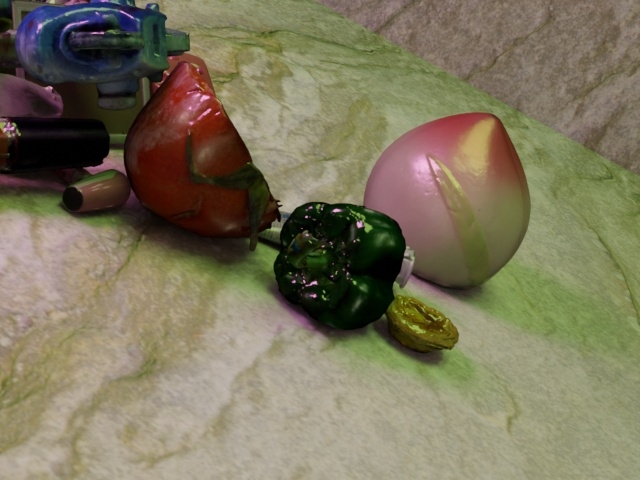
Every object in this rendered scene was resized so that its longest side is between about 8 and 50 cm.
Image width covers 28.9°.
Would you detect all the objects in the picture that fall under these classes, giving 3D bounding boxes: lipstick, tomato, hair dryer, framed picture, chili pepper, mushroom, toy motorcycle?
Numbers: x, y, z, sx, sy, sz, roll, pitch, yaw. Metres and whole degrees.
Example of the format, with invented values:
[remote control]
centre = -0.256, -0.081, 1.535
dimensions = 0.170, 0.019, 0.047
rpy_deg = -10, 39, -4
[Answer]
[lipstick]
centre = -0.451, -0.119, 1.581
dimensions = 0.418, 0.077, 0.077
rpy_deg = -8, 40, -48
[tomato]
centre = -0.198, -0.111, 1.798
dimensions = 0.309, 0.170, 0.309
rpy_deg = 56, -12, 19
[hair dryer]
centre = -0.354, -0.088, 1.740
dimensions = 0.154, 0.054, 0.106
rpy_deg = 27, 22, 25
[framed picture]
centre = -0.365, -0.253, 1.910
dimensions = 0.017, 0.217, 0.274
rpy_deg = -2, 0, 37
[chili pepper]
centre = 0.014, 0.022, 1.751
dimensions = 0.165, 0.174, 0.261
rpy_deg = 34, 10, 37
[mushroom]
centre = -0.484, -0.169, 1.666
dimensions = 0.351, 0.097, 0.109
rpy_deg = -8, 73, -51
[toy motorcycle]
centre = -0.324, -0.257, 1.735
dimensions = 0.182, 0.241, 0.319
rpy_deg = 63, 13, 0

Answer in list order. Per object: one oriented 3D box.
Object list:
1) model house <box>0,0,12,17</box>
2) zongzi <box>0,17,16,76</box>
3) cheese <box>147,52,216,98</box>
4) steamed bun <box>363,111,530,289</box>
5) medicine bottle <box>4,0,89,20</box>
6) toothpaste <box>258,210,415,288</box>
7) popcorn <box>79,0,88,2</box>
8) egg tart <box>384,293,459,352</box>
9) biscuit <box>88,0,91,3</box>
[model house]
centre = -0.586, -0.415, 1.859
dimensions = 0.295, 0.251, 0.329
rpy_deg = -4, 16, 19
[zongzi]
centre = -0.491, -0.303, 2.015
dimensions = 0.205, 0.094, 0.204
rpy_deg = 25, 3, 10
[cheese]
centre = -0.285, -0.241, 2.080
dimensions = 0.177, 0.128, 0.203
rpy_deg = 17, 27, -23
[steamed bun]
centre = 0.237, -0.090, 2.155
dimensions = 0.309, 0.309, 0.309
rpy_deg = 25, 21, -10
[medicine bottle]
centre = -0.481, -0.370, 2.062
dimensions = 0.191, 0.107, 0.107
rpy_deg = 9, 19, 6
[toothpaste]
centre = 0.000, 0.000, 1.960
dimensions = 0.299, 0.073, 0.114
rpy_deg = 18, 22, -6
[popcorn]
centre = -0.452, -0.389, 2.193
dimensions = 0.148, 0.152, 0.167
rpy_deg = 41, 16, -32
[egg tart]
centre = 0.146, 0.128, 1.851
dimensions = 0.130, 0.052, 0.130
rpy_deg = 23, 21, -10
[biscuit]
centre = -0.355, -0.404, 2.170
dimensions = 0.376, 0.051, 0.269
rpy_deg = 74, 5, -66
